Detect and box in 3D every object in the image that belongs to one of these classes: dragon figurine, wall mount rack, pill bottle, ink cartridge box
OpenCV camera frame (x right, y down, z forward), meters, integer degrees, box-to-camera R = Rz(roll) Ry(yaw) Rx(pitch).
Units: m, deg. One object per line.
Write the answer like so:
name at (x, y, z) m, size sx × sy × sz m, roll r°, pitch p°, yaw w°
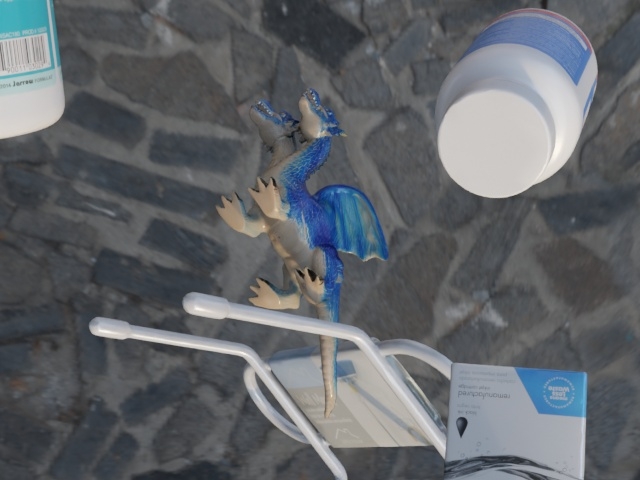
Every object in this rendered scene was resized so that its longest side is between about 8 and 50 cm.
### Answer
dragon figurine at (0.000, 0.000, 1.078) m, size 0.085 × 0.144 × 0.289 m, roll -27°, pitch 87°, yaw 41°
wall mount rack at (-0.031, 0.139, 1.079) m, size 0.304 × 0.350 × 0.130 m, roll 52°, pitch 59°, yaw -14°
pill bottle at (0.167, -0.118, 1.041) m, size 0.124 × 0.221 × 0.124 m, roll 7°, pitch 114°, yaw 16°
pill bottle at (-0.274, -0.210, 0.885) m, size 0.146 × 0.146 × 0.264 m, roll -2°, pitch 104°, yaw 8°
ink cartridge box at (0.067, 0.087, 0.421) m, size 0.048 × 0.028 × 0.083 m, roll 2°, pitch 74°, yaw 10°
